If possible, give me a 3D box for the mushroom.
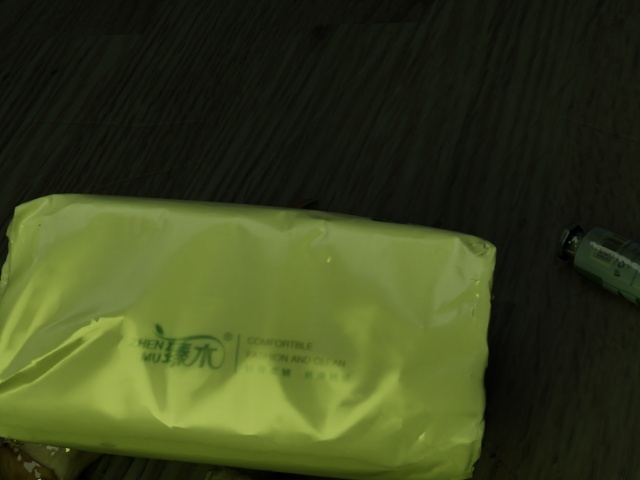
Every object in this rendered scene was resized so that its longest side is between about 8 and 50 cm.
[{"bbox_3d":[-0.193,0.138,1.078,0.350,0.128,0.128,-46,47,-10],"label":"mushroom"}]

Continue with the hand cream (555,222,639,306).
[{"bbox_3d":[0.347,0.047,0.994,0.256,0.055,0.088,27,54,37],"label":"hand cream"}]

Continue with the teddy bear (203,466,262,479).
[{"bbox_3d":[-0.032,0.301,0.797,0.151,0.236,0.267,-60,25,2],"label":"teddy bear"}]

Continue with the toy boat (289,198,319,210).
[{"bbox_3d":[0.000,0.000,1.203,0.122,0.034,0.096,25,67,37],"label":"toy boat"}]

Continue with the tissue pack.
[{"bbox_3d":[-0.053,0.086,0.868,0.381,0.297,0.207,5,83,3],"label":"tissue pack"}]
